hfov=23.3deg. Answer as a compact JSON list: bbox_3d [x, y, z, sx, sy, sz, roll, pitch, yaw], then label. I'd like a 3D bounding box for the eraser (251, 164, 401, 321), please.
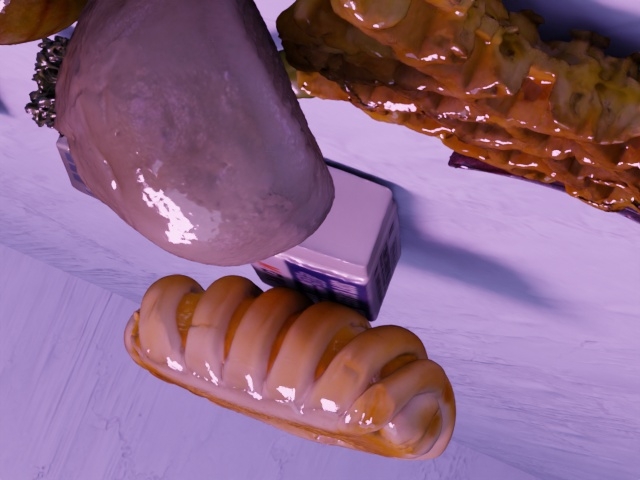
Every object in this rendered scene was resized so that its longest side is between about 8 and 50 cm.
[{"bbox_3d":[0.000,0.000,1.367,0.124,0.081,0.279,19,171,8],"label":"eraser"}]

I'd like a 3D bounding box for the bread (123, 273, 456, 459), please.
[{"bbox_3d":[-0.032,0.107,1.415,0.311,0.121,0.173,16,167,22],"label":"bread"}]

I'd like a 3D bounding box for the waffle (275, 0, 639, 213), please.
[{"bbox_3d":[0.122,-0.071,0.764,0.293,0.069,0.260,21,174,-3],"label":"waffle"}]

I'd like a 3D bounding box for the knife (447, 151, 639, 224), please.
[{"bbox_3d":[0.199,-0.010,0.960,0.278,0.053,0.123,26,174,-21],"label":"knife"}]

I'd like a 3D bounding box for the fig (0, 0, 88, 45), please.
[{"bbox_3d":[-0.139,-0.158,0.750,0.103,0.109,0.155,-22,-176,-34],"label":"fig"}]

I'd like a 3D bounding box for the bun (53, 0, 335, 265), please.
[{"bbox_3d":[-0.070,-0.064,0.745,0.173,0.113,0.166,-100,-14,-81],"label":"bun"}]

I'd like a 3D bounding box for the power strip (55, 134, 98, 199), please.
[{"bbox_3d":[-0.196,-0.066,1.551,0.118,0.046,0.270,22,171,-2],"label":"power strip"}]

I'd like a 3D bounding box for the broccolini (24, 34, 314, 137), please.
[{"bbox_3d":[-0.095,-0.121,1.035,0.074,0.078,0.392,39,156,-28],"label":"broccolini"}]
